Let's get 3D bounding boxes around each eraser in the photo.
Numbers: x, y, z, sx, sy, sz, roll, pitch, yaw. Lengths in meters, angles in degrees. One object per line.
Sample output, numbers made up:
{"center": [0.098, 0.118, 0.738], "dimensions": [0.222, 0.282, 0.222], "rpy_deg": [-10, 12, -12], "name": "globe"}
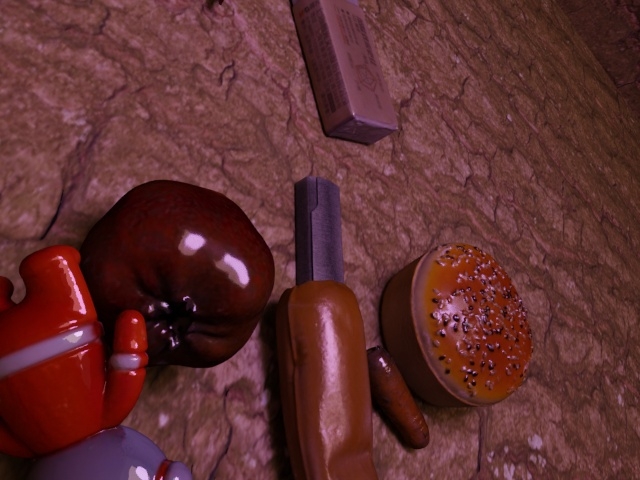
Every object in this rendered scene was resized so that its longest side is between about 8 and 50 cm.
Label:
{"center": [0.038, -0.357, 1.214], "dimensions": [0.144, 0.078, 0.344], "rpy_deg": [3, 67, -48], "name": "eraser"}

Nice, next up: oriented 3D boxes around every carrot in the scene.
{"center": [0.118, 0.249, 0.990], "dimensions": [0.060, 0.060, 0.186], "rpy_deg": [-41, 105, -50], "name": "carrot"}

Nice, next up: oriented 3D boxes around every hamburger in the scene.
{"center": [0.245, 0.142, 1.097], "dimensions": [0.300, 0.176, 0.301], "rpy_deg": [23, 56, -39], "name": "hamburger"}

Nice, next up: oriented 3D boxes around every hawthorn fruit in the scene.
{"center": [-0.160, 0.016, 0.710], "dimensions": [0.208, 0.208, 0.248], "rpy_deg": [34, 24, -32], "name": "hawthorn fruit"}

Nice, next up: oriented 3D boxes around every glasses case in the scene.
{"center": [0.000, 0.000, 1.002], "dimensions": [0.070, 0.047, 0.205], "rpy_deg": [22, 55, -38], "name": "glasses case"}

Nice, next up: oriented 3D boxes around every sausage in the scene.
{"center": [0.011, 0.233, 0.837], "dimensions": [0.134, 0.116, 0.354], "rpy_deg": [22, 57, -56], "name": "sausage"}

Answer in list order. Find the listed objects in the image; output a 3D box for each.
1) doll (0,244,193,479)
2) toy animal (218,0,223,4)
{"center": [-0.215, 0.178, 0.572], "dimensions": [0.105, 0.199, 0.337], "rpy_deg": [-6, 73, -83], "name": "doll"}
{"center": [-0.138, -0.454, 1.080], "dimensions": [0.105, 0.070, 0.202], "rpy_deg": [62, 31, -33], "name": "toy animal"}
